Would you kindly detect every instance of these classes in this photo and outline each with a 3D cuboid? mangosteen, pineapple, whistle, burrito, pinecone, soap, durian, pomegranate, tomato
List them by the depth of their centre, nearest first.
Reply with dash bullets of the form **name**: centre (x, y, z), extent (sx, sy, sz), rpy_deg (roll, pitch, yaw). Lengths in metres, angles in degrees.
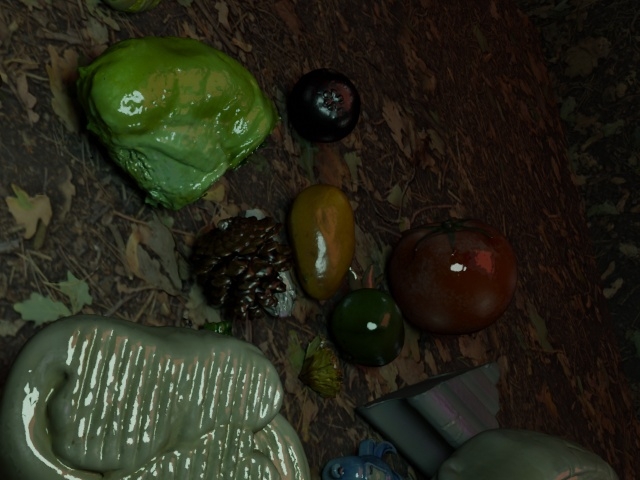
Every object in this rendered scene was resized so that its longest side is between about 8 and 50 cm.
- **durian**: centre (-0.210, -0.188, 1.524), extent (0.339, 0.204, 0.256), rpy_deg (48, 46, -36)
- **pinecone**: centre (-0.117, 0.042, 1.564), extent (0.173, 0.173, 0.173), rpy_deg (39, 39, -40)
- **burrito**: centre (-0.089, 0.035, 1.708), extent (0.064, 0.064, 0.203), rpy_deg (2, 67, -59)
- **whistle**: centre (0.093, 0.419, 1.712), extent (0.269, 0.093, 0.180), rpy_deg (41, 43, -49)
- **pineapple**: centre (-0.003, 0.210, 1.735), extent (0.114, 0.077, 0.114), rpy_deg (87, -6, -48)
- **pomegranate**: centre (0.082, 0.135, 1.851), extent (0.152, 0.131, 0.191), rpy_deg (71, 7, -54)
- **soap**: centre (0.215, 0.286, 1.928), extent (0.302, 0.159, 0.257), rpy_deg (48, 37, -33)
- **mangosteen**: centre (0.005, -0.268, 2.021), extent (0.152, 0.152, 0.152), rpy_deg (39, 39, -40)
- **tomato**: centre (0.275, 0.078, 2.091), extent (0.265, 0.265, 0.265), rpy_deg (39, 39, -40)

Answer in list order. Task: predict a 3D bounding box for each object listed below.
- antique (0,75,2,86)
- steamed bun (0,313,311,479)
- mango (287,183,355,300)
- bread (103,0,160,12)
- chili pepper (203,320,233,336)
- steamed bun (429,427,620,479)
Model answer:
- **antique**: centre (-0.488, -0.208, 1.152), extent (0.143, 0.121, 0.257), rpy_deg (56, 29, -4)
- **steamed bun**: centre (-0.202, 0.262, 1.151), extent (0.368, 0.255, 0.342), rpy_deg (10, 76, -25)
- **mango**: centre (0.000, 0.000, 1.836), extent (0.147, 0.109, 0.227), rpy_deg (37, 50, -45)
- **bread**: centre (-0.323, -0.478, 1.648), extent (0.213, 0.105, 0.213), rpy_deg (42, 34, -37)
- **chili pepper**: centre (-0.155, 0.204, 1.483), extent (0.073, 0.050, 0.182), rpy_deg (50, 35, -41)
- **steamed bun**: centre (0.320, 0.467, 1.737), extent (0.383, 0.247, 0.236), rpy_deg (-41, 121, -14)
